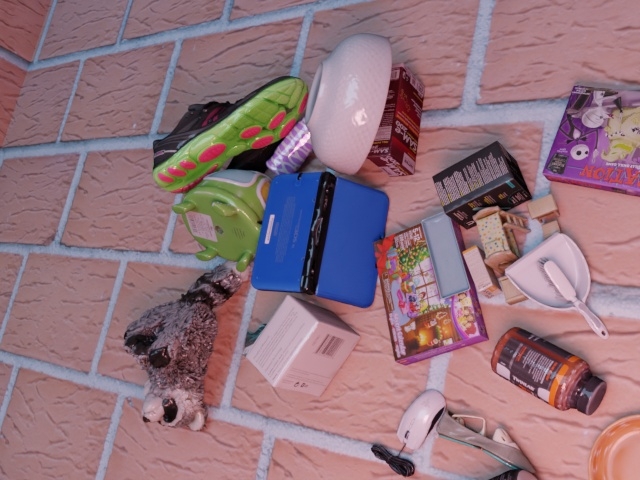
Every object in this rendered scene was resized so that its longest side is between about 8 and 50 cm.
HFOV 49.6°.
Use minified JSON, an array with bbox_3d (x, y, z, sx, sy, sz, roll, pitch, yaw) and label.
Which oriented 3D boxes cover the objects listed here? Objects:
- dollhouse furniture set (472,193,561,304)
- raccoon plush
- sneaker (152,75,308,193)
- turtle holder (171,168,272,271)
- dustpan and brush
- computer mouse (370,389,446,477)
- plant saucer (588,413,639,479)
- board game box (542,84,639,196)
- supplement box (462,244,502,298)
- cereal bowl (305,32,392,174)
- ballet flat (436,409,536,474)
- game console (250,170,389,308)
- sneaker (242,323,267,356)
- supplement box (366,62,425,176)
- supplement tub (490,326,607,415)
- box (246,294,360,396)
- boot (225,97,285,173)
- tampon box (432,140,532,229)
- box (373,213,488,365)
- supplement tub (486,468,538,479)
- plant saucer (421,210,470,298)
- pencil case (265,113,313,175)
[{"bbox_3d":[0.416,0.011,1.400,0.161,0.101,0.182,-24,60,27],"label":"dollhouse furniture set"},{"bbox_3d":[-0.298,0.295,1.814,0.446,0.299,0.216,-34,31,-18],"label":"raccoon plush"},{"bbox_3d":[-0.258,-0.319,1.853,0.483,0.185,0.202,-28,61,5],"label":"sneaker"},{"bbox_3d":[-0.200,-0.082,1.798,0.320,0.243,0.227,-17,25,45],"label":"turtle holder"},{"bbox_3d":[0.479,0.102,1.339,0.147,0.060,0.211,-35,84,-4],"label":"dustpan and brush"},{"bbox_3d":[0.191,0.396,1.454,0.106,0.042,0.193,33,93,41],"label":"computer mouse"},{"bbox_3d":[0.565,0.400,1.183,0.200,0.037,0.200,-15,64,31],"label":"plant saucer"},{"bbox_3d":[0.635,-0.188,1.356,0.347,0.056,0.208,16,87,39],"label":"board game box"},{"bbox_3d":[0.341,0.067,1.459,0.036,0.062,0.098,-30,57,23],"label":"supplement box"},{"bbox_3d":[0.050,-0.336,1.662,0.339,0.141,0.339,-167,90,-80],"label":"cereal bowl"},{"bbox_3d":[0.323,0.385,1.344,0.213,0.072,0.068,15,78,39],"label":"ballet flat"},{"bbox_3d":[0.000,0.000,1.658,0.250,0.173,0.293,1,72,34],"label":"game console"},{"bbox_3d":[-0.130,0.241,1.739,0.166,0.065,0.076,-20,58,27],"label":"sneaker"},{"bbox_3d":[0.182,-0.289,1.669,0.073,0.130,0.239,-1,73,34],"label":"supplement box"},{"bbox_3d":[0.427,0.248,1.298,0.198,0.106,0.106,28,90,40],"label":"supplement tub"},{"bbox_3d":[-0.038,0.244,1.590,0.119,0.181,0.182,39,97,40],"label":"box"},{"bbox_3d":[-0.220,-0.281,1.982,0.246,0.094,0.207,-43,56,7],"label":"boot"},{"bbox_3d":[0.346,-0.115,1.488,0.161,0.120,0.101,-28,59,25],"label":"tampon box"},{"bbox_3d":[0.235,0.106,1.524,0.201,0.057,0.293,-23,60,26],"label":"box"},{"bbox_3d":[0.267,0.555,1.240,0.316,0.193,0.193,-34,56,22],"label":"supplement tub"},{"bbox_3d":[0.269,0.030,1.482,0.067,0.018,0.192,-23,59,24],"label":"plant saucer"},{"bbox_3d":[-0.059,-0.258,1.867,0.206,0.086,0.088,-47,17,10],"label":"pencil case"}]
